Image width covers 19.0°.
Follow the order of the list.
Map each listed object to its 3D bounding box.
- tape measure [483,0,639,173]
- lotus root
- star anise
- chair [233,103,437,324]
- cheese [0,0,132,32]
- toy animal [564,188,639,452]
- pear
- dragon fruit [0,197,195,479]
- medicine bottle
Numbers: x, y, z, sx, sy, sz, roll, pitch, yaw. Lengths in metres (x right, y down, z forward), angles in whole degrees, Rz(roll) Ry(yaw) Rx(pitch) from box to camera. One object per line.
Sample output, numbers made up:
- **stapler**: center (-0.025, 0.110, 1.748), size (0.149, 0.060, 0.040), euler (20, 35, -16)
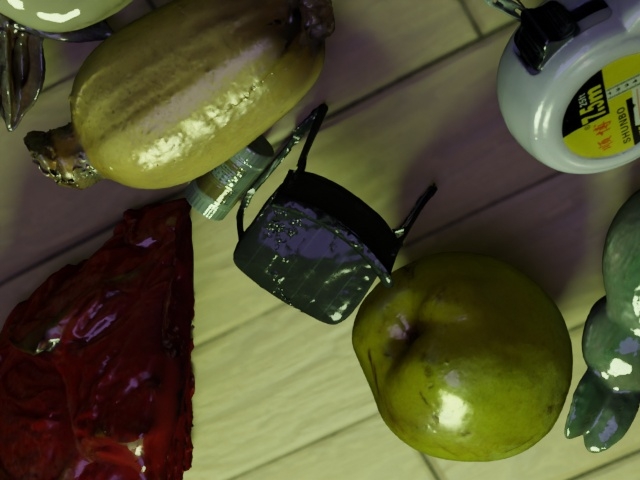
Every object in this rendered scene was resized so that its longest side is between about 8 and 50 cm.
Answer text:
- **tape measure**: center (0.232, -0.149, 1.617), size (0.178, 0.105, 0.196), euler (-24, 141, -6)
- **lotus root**: center (-0.115, -0.139, 1.691), size (0.303, 0.131, 0.146), euler (-30, 77, 17)
- **star anise**: center (-0.291, -0.219, 1.719), size (0.212, 0.073, 0.197), euler (-39, 104, 19)
- **chair**: center (0.000, 0.000, 1.679), size (0.140, 0.221, 0.145), euler (34, 113, -6)
- **cheese**: center (-0.197, -0.349, 1.553), size (0.328, 0.129, 0.351), euler (-43, 119, 6)
- **toy animal**: center (0.285, 0.067, 1.716), size (0.127, 0.125, 0.251), euler (37, 111, 17)
- **pear**: center (0.132, 0.105, 1.715), size (0.200, 0.200, 0.200), euler (3, 113, 8)
- **dragon fruit**: center (-0.190, 0.111, 1.813), size (0.302, 0.240, 0.330), euler (20, 94, 31)
- **medicine bottle**: center (-0.084, -0.062, 1.763), size (0.047, 0.047, 0.083), euler (37, 114, -7)
